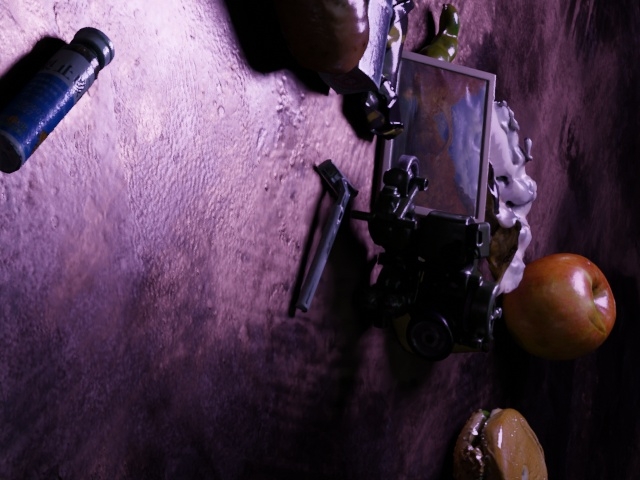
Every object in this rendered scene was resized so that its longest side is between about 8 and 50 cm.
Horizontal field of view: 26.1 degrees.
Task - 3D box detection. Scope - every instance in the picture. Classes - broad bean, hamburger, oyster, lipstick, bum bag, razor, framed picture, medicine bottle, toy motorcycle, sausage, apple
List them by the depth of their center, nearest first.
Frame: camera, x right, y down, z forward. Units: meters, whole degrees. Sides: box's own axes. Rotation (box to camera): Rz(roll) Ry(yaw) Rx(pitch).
[{"bbox_3d":[-0.269,-0.142,1.364,0.191,0.051,0.051,-60,138,-42],"label":"medicine bottle"},{"bbox_3d":[-0.051,-0.422,1.690,0.136,0.123,0.501,-38,127,-20],"label":"sausage"},{"bbox_3d":[0.006,0.000,1.856,0.084,0.036,0.211,47,49,-47],"label":"razor"},{"bbox_3d":[0.059,-0.349,1.922,0.077,0.076,0.290,37,55,-52],"label":"lipstick"},{"bbox_3d":[0.155,0.027,1.940,0.127,0.205,0.275,-31,128,-63],"label":"toy motorcycle"},{"bbox_3d":[0.097,-0.265,1.999,0.106,0.060,0.233,27,67,-67],"label":"bum bag"},{"bbox_3d":[0.175,-0.152,2.074,0.184,0.016,0.250,12,77,-22],"label":"framed picture"},{"bbox_3d":[0.178,-0.282,2.155,0.070,0.048,0.214,61,40,-45],"label":"broad bean"},{"bbox_3d":[0.273,-0.090,2.233,0.351,0.114,0.238,57,31,-31],"label":"oyster"},{"bbox_3d":[0.285,0.370,2.249,0.215,0.122,0.189,48,42,-44],"label":"hamburger"},{"bbox_3d":[0.417,0.118,2.435,0.196,0.196,0.196,4,86,-60],"label":"apple"}]

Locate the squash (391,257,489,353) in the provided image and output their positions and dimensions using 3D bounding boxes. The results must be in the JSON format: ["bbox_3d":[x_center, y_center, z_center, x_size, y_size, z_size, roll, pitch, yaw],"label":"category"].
[{"bbox_3d":[0.192,0.074,2.141,0.220,0.133,0.220,-10,90,-74],"label":"squash"}]
